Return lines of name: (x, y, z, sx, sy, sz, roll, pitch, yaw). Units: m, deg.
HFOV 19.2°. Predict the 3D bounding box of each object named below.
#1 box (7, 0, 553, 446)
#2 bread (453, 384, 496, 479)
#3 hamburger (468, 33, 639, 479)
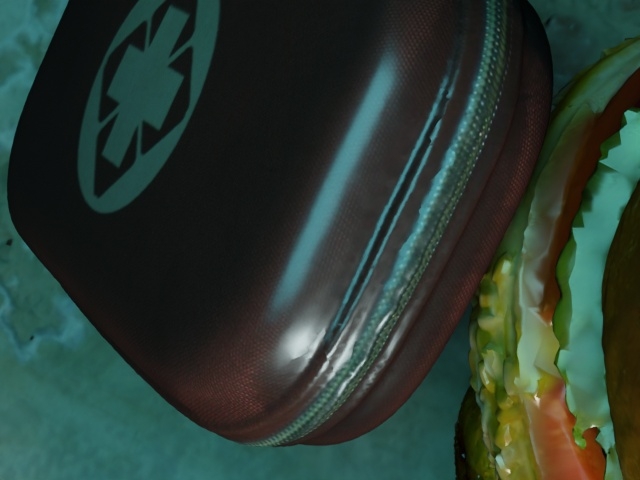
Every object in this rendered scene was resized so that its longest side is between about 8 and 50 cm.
box: (-0.041, -0.059, 0.946, 0.263, 0.108, 0.404, -65, 30, 5)
bread: (0.113, 0.203, 0.971, 0.077, 0.139, 0.271, -6, 85, 7)
hamburger: (0.233, 0.043, 0.847, 0.330, 0.250, 0.330, 0, 91, -17)
